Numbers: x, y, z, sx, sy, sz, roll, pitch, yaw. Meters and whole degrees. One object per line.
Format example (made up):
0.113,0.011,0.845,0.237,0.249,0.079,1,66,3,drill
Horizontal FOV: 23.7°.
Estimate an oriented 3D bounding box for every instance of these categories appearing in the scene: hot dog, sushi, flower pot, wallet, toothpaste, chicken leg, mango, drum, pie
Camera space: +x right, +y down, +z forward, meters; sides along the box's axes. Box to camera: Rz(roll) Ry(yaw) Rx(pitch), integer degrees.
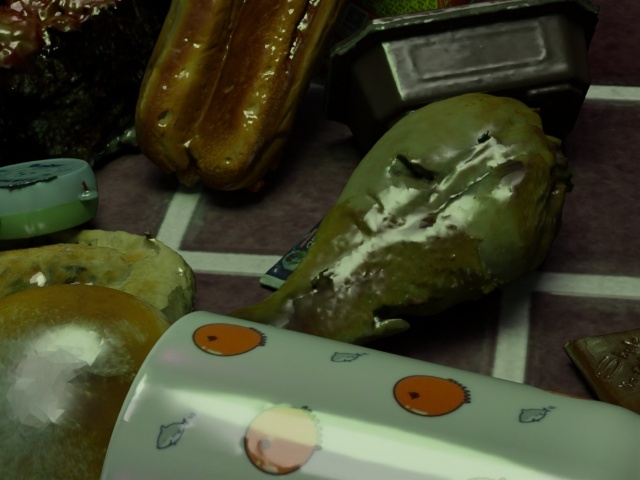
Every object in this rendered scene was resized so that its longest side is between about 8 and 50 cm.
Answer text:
-0.054,-0.210,1.403,0.158,0.349,0.117,19,-3,14,hot dog
-0.215,-0.195,1.470,0.196,0.182,0.343,31,51,29,sushi
0.134,-0.130,1.377,0.251,0.179,0.084,-9,64,-8,flower pot
0.255,0.123,1.115,0.095,0.026,0.176,-10,37,-12,wallet
0.000,0.000,1.314,0.037,0.021,0.140,17,43,29,toothpaste
0.044,0.018,1.203,0.429,0.152,0.201,-37,35,-27,chicken leg
-0.222,0.153,0.999,0.316,0.146,0.193,-36,64,-9,mango
-0.300,-0.020,1.286,0.130,0.049,0.253,7,20,45,drum
-0.230,0.053,1.210,0.274,0.055,0.274,-4,23,2,pie

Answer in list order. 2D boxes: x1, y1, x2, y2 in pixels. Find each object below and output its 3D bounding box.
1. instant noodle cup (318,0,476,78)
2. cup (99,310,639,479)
0.086,-0.275,1.561,0.193,0.193,0.212,15,32,24,instant noodle cup
0.052,0.173,0.909,0.317,0.212,0.212,10,38,18,cup
